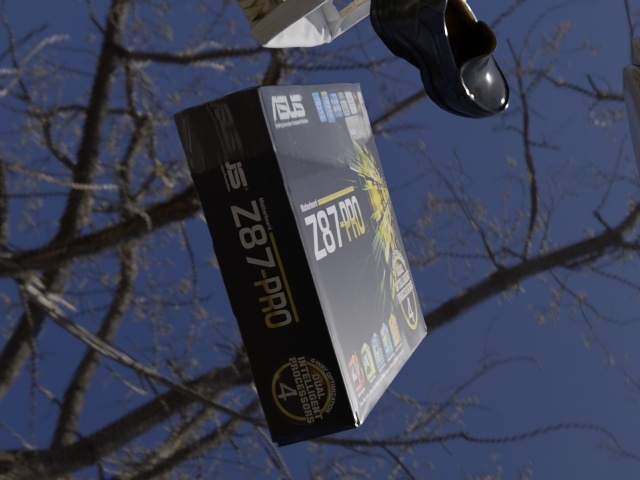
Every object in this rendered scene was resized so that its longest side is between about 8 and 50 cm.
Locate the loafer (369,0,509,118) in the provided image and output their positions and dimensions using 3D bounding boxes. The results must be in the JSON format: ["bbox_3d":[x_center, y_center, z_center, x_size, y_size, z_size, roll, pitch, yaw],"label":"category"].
[{"bbox_3d":[0.105,-0.140,0.846,0.061,0.170,0.062,3,-108,39],"label":"loafer"}]

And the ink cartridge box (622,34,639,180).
[{"bbox_3d":[0.324,0.018,0.324,0.394,0.166,0.286,-16,-139,7],"label":"ink cartridge box"}]

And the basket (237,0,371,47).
[{"bbox_3d":[-0.008,-0.248,1.019,0.113,0.167,0.103,-32,-91,23],"label":"basket"}]

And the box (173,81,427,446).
[{"bbox_3d":[0.000,0.000,1.169,0.097,0.395,0.318,-17,-87,17],"label":"box"}]
